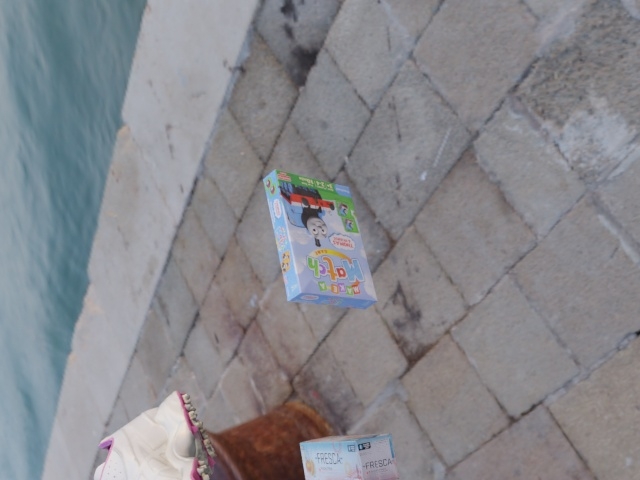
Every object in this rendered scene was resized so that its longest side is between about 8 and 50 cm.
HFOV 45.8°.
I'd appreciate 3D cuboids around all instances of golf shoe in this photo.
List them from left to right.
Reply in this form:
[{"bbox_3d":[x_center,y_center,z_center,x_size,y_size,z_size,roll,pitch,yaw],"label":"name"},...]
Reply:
[{"bbox_3d":[-0.182,0.290,0.855,0.306,0.140,0.115,-134,25,-68],"label":"golf shoe"}]

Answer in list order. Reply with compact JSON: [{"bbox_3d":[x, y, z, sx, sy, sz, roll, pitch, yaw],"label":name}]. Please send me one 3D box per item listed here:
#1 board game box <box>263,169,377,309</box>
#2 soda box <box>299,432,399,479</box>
[{"bbox_3d":[0.000,0.000,1.194,0.039,0.160,0.211,-35,58,40],"label":"board game box"},{"bbox_3d":[0.036,0.307,1.062,0.183,0.058,0.063,-29,68,60],"label":"soda box"}]
